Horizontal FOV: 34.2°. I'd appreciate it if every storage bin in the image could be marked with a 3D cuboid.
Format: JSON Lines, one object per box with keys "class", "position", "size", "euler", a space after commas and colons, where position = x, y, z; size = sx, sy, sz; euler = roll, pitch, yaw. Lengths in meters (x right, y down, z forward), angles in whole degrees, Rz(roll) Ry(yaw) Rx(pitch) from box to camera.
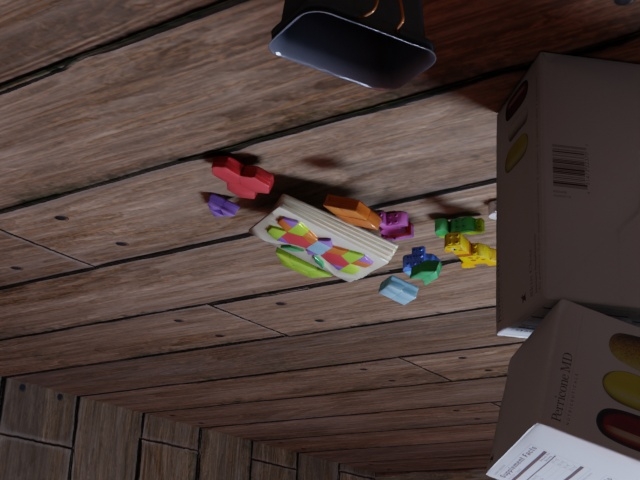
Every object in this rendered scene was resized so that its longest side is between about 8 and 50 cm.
{"class": "storage bin", "position": [0.032, -0.202, 0.893], "size": [0.135, 0.091, 0.098], "euler": [13, 157, -28]}

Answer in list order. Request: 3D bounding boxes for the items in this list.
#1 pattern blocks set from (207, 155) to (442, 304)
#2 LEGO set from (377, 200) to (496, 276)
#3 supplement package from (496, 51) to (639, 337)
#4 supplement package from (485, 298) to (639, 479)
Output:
{"class": "pattern blocks set", "position": [0.000, 0.000, 1.401], "size": [0.325, 0.026, 0.285], "euler": [21, 159, 0]}
{"class": "LEGO set", "position": [0.173, -0.005, 1.416], "size": [0.227, 0.087, 0.093], "euler": [-9, 157, 25]}
{"class": "supplement package", "position": [0.297, -0.034, 1.067], "size": [0.204, 0.262, 0.145], "euler": [6, 159, -7]}
{"class": "supplement package", "position": [0.298, 0.178, 0.960], "size": [0.244, 0.139, 0.134], "euler": [20, 146, -1]}
